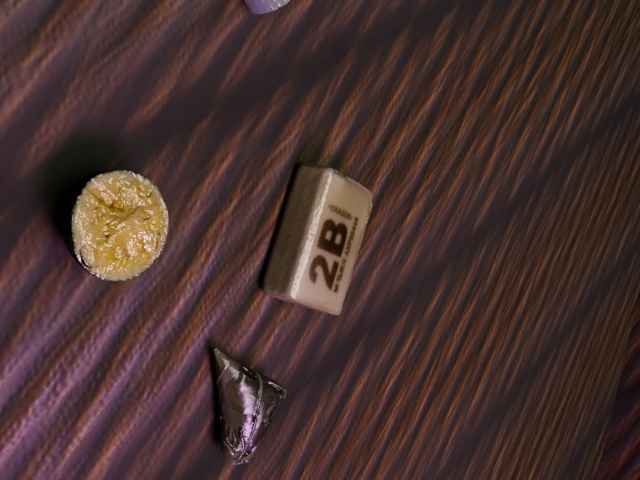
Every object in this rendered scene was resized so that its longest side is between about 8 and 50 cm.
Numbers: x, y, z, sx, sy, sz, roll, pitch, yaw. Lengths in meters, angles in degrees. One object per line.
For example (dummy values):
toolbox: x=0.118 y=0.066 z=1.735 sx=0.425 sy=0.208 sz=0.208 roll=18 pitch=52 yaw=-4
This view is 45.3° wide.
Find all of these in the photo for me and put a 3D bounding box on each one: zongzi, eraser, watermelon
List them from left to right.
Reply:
watermelon: x=-0.198 y=-0.015 z=0.721 sx=0.106 sy=0.062 sz=0.105 roll=-6 pitch=98 yaw=-44
zongzi: x=-0.108 y=0.196 z=0.897 sx=0.119 sy=0.055 sz=0.109 roll=38 pitch=72 yaw=-36
eraser: x=0.000 y=0.000 z=0.967 sx=0.117 sy=0.058 sz=0.172 roll=25 pitch=79 yaw=-51

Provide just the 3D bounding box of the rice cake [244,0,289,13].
rice cake: x=-0.097 y=-0.345 z=0.774 sx=0.042 sy=0.045 sz=0.245 roll=-49 pitch=133 yaw=-27
